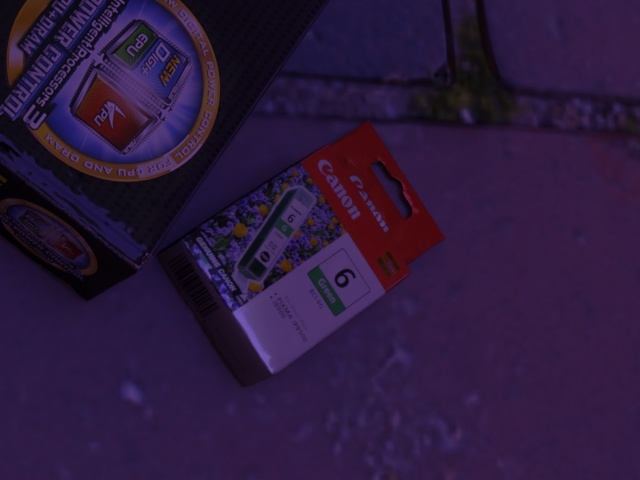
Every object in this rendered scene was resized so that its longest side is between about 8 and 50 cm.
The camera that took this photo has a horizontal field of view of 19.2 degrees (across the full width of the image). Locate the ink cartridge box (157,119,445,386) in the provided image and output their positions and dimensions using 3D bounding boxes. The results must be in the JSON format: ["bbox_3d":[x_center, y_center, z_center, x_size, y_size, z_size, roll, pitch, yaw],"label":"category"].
[{"bbox_3d":[0.000,0.000,0.741,0.115,0.029,0.063,-35,93,-30],"label":"ink cartridge box"}]

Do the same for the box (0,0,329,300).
[{"bbox_3d":[-0.091,-0.148,0.718,0.216,0.060,0.270,39,62,-12],"label":"box"}]
